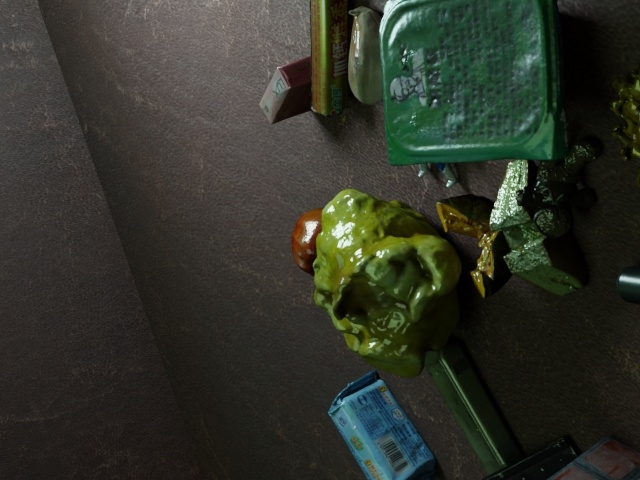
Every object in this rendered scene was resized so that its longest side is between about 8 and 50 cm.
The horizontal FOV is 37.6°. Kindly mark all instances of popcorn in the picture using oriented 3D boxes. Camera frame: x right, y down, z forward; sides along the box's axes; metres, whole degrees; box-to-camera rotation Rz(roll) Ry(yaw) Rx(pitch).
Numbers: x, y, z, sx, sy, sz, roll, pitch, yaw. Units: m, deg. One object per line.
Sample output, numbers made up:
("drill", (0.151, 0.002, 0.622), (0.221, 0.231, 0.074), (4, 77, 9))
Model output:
("popcorn", (0.141, 0.077, 1.783), (0.292, 0.293, 0.334), (9, 148, 21))

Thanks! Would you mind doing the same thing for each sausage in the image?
("sausage", (0.018, -0.414, 1.747), (0.082, 0.082, 0.371), (37, 140, 41))

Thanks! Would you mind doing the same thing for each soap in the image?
("soap", (0.143, 0.454, 2.155), (0.293, 0.156, 0.077), (57, 140, 18))

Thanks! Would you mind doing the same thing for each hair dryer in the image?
("hair dryer", (0.508, 0.129, 1.381), (0.100, 0.057, 0.197), (8, 125, 60))

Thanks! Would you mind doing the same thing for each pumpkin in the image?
("pumpkin", (0.280, -0.003, 1.590), (0.119, 0.108, 0.183), (89, 158, -77))

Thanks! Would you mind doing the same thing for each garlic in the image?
("garlic", (0.089, -0.316, 1.712), (0.198, 0.090, 0.128), (87, 160, -48))

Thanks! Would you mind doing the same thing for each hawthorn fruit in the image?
("hawthorn fruit", (0.000, 0.000, 2.031), (0.194, 0.157, 0.157), (22, 131, 56))

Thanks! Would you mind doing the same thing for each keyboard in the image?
("keyboard", (0.400, 0.439, 1.771), (0.072, 0.023, 0.231), (54, 131, 8))

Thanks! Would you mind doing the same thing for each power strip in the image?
("power strip", (0.314, 0.350, 1.879), (0.387, 0.066, 0.092), (60, 154, 4))

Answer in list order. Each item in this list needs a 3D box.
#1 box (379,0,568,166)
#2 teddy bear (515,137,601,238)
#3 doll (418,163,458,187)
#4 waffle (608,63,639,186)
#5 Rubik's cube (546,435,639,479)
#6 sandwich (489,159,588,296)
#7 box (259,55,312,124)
("box", (0.241, -0.248, 1.402), (0.337, 0.106, 0.264), (4, 99, 50))
("teddy bear", (0.358, -0.085, 1.422), (0.078, 0.119, 0.160), (-83, -1, -68))
("doll", (0.168, -0.194, 1.643), (0.114, 0.057, 0.227), (35, 156, 51))
("waffle", (0.475, -0.139, 1.212), (0.228, 0.051, 0.231), (62, 153, -2))
("Rubik's cube", (0.482, 0.553, 1.498), (0.305, 0.304, 0.301), (31, 138, 49))
("sandwich", (0.341, -0.012, 1.502), (0.090, 0.088, 0.244), (-20, 95, 59))
("box", (-0.052, -0.307, 1.914), (0.060, 0.111, 0.156), (58, 150, 13))
